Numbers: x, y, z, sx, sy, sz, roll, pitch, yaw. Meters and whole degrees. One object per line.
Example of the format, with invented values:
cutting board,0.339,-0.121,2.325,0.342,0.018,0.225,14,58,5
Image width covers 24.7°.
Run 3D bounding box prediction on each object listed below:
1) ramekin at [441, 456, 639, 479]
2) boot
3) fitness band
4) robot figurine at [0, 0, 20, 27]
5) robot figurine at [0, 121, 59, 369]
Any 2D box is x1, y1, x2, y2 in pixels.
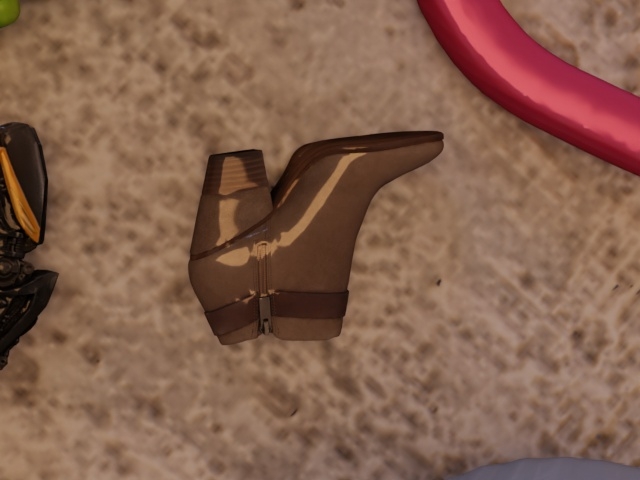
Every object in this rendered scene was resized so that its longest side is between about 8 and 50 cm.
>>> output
ramekin,0.093,0.218,0.565,0.277,0.135,0.277,2,98,13
boot,0.000,0.000,0.642,0.118,0.042,0.087,-7,97,-5
fitness band,0.180,-0.127,0.652,0.290,0.054,0.209,23,88,-4
robot figurine,-0.140,-0.138,0.610,0.115,0.067,0.101,4,81,-6
robot figurine,-0.235,0.040,0.591,0.211,0.085,0.291,25,88,-6
